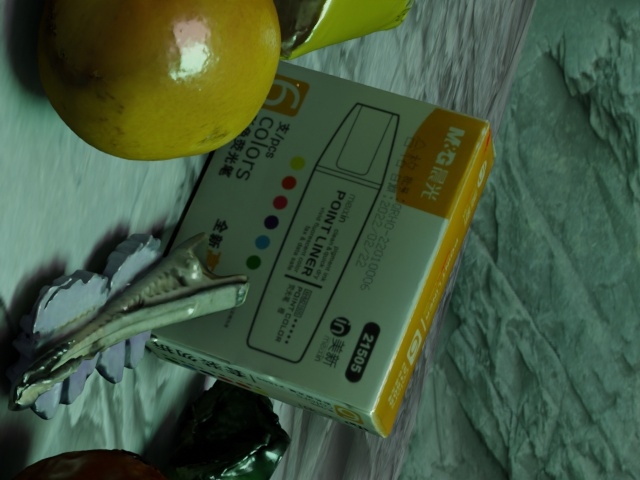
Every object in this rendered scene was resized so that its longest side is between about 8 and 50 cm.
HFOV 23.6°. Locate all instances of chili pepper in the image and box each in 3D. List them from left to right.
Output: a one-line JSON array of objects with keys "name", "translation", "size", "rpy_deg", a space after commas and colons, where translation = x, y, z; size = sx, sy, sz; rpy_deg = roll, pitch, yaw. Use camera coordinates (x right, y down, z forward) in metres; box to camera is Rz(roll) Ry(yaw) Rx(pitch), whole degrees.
[{"name": "chili pepper", "translation": [-0.105, 0.230, 1.379], "size": [0.264, 0.116, 0.148], "rpy_deg": [-56, 163, -46]}]

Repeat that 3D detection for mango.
[{"name": "mango", "translation": [-0.092, -0.113, 0.934], "size": [0.145, 0.112, 0.219], "rpy_deg": [-47, 163, 1]}]

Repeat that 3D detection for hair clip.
[{"name": "hair clip", "translation": [-0.143, 0.059, 1.083], "size": [0.292, 0.084, 0.106], "rpy_deg": [-31, 144, -63]}]

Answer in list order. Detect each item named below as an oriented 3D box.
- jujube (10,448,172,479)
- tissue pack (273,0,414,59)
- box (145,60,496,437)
[{"name": "jujube", "translation": [-0.169, 0.259, 1.029], "size": [0.243, 0.183, 0.183], "rpy_deg": [-61, 165, -11]}, {"name": "tissue pack", "translation": [0.003, -0.242, 1.110], "size": [0.271, 0.134, 0.192], "rpy_deg": [-35, 143, -68]}, {"name": "box", "translation": [0.000, 0.000, 1.262], "size": [0.091, 0.220, 0.274], "rpy_deg": [66, 42, -66]}]
